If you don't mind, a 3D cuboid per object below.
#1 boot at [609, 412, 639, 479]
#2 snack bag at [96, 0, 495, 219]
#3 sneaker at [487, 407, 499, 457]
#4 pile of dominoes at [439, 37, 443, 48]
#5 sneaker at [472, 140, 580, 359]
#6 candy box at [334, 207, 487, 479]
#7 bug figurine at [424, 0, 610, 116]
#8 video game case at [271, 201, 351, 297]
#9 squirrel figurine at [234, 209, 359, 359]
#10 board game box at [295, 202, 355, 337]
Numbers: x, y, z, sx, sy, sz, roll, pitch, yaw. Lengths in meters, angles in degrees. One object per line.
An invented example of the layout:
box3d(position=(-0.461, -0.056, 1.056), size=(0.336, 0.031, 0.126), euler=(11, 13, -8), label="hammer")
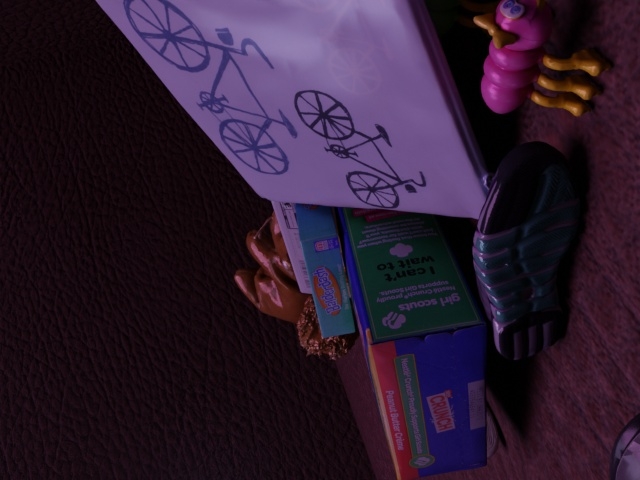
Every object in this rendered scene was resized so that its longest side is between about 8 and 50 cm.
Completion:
box3d(position=(0.224, 0.154, 0.269), size=(0.222, 0.118, 0.338), euler=(-111, 11, -59), label="boot")
box3d(position=(-0.017, -0.137, 0.536), size=(0.342, 0.037, 0.323), euler=(9, 149, 39), label="snack bag")
box3d(position=(0.199, 0.241, 0.817), size=(0.152, 0.058, 0.084), euler=(51, 176, 32), label="sneaker")
box3d(position=(0.073, -0.193, 0.648), size=(0.196, 0.040, 0.251), euler=(29, 134, 46), label="pile of dominoes")
box3d(position=(0.157, 0.003, 0.495), size=(0.098, 0.083, 0.223), euler=(-109, 6, -51), label="sneaker")
box3d(position=(0.103, 0.087, 0.719), size=(0.317, 0.122, 0.268), euler=(-103, 0, -51), label="candy box")
box3d(position=(0.113, -0.202, 0.375), size=(0.216, 0.072, 0.279), euler=(82, 168, -50), label="bug figurine")
box3d(position=(0.039, 0.008, 0.928), size=(0.026, 0.206, 0.227), euler=(-62, -33, -44), label="video game case")
box3d(position=(-0.007, 0.082, 1.377), size=(0.397, 0.281, 0.370), euler=(56, 157, 14), label="squirrel figurine")
box3d(position=(0.000, 0.000, 0.772), size=(0.210, 0.047, 0.160), euler=(-101, 0, -55), label="board game box")
